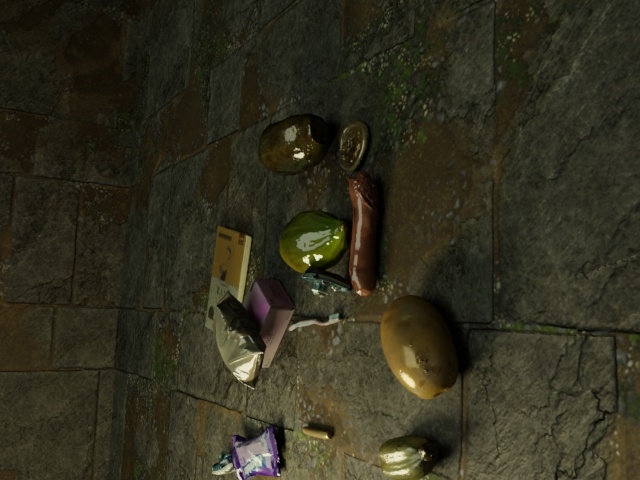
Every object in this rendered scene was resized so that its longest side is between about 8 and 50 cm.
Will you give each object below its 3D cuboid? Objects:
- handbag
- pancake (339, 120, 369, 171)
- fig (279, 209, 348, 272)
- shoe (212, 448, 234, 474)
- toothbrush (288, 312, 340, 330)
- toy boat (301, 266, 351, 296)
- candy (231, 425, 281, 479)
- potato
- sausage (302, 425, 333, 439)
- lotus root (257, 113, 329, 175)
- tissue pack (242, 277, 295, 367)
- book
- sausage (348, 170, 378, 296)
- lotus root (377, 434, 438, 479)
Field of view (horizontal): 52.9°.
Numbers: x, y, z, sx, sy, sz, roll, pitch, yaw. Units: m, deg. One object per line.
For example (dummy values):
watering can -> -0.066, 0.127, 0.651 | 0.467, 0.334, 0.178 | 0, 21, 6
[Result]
handbag -> -0.236, 0.279, 1.860 | 0.270, 0.117, 0.182 | 51, 140, 37
pancake -> 0.084, -0.248, 1.684 | 0.139, 0.022, 0.139 | -18, 69, 57
fig -> 0.002, 0.002, 1.668 | 0.234, 0.167, 0.167 | -4, 80, 33
shoe -> -0.317, 0.738, 2.133 | 0.143, 0.064, 0.071 | -38, 55, 47
toothbrush -> -0.021, 0.228, 1.775 | 0.269, 0.021, 0.027 | -22, 53, 55
toy boat -> 0.012, 0.113, 1.627 | 0.059, 0.140, 0.066 | -17, 54, 57
candy -> -0.197, 0.649, 1.947 | 0.275, 0.070, 0.145 | -31, 66, 48
potato -> 0.198, 0.212, 1.323 | 0.150, 0.146, 0.234 | -37, 47, 12
sausage -> -0.011, 0.511, 1.707 | 0.132, 0.024, 0.024 | -14, 73, 56
lotus root -> -0.079, -0.269, 1.827 | 0.275, 0.160, 0.151 | -19, 59, 56
tissue pack -> -0.180, 0.254, 1.962 | 0.148, 0.093, 0.246 | 53, 128, 45
book -> -0.332, 0.152, 2.288 | 0.269, 0.032, 0.388 | 14, 97, 58
sausage -> 0.104, -0.017, 1.563 | 0.078, 0.078, 0.304 | -6, 83, 58
lotus root -> 0.187, 0.452, 1.340 | 0.183, 0.077, 0.090 | -40, 59, 53
